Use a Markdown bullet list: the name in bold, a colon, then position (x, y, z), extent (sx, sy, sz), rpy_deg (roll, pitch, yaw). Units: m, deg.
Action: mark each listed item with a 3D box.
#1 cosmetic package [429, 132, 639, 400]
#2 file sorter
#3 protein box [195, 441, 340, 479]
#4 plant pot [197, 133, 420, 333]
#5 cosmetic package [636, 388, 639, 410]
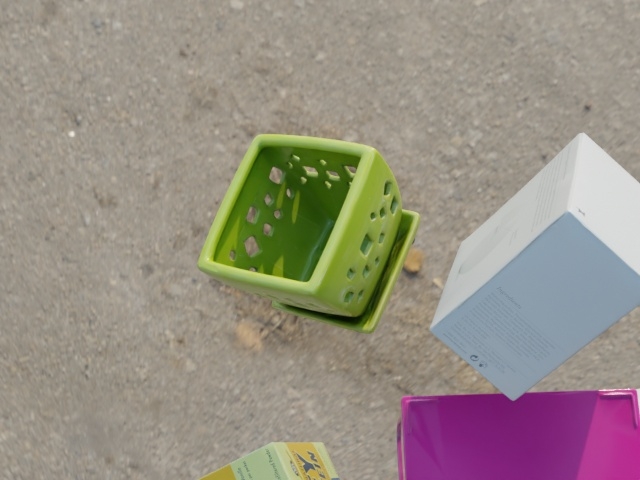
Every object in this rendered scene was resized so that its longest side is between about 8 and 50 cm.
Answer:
- **cosmetic package**: position (0.269, 0.027, 1.178), extent (0.138, 0.225, 0.224), rpy_deg (39, 33, -5)
- **file sorter**: position (0.245, 0.308, 1.284), extent (0.290, 0.182, 0.202), rpy_deg (-2, 73, -2)
- **protein box**: position (-0.079, 0.309, 1.028), extent (0.199, 0.201, 0.136), rpy_deg (-28, 74, 7)
- **plant pot**: position (0.000, 0.000, 1.438), extent (0.228, 0.207, 0.227), rpy_deg (11, 70, 40)
- **cosmetic package**: position (0.621, 0.461, 1.842), extent (0.196, 0.155, 0.366), rpy_deg (-3, 44, -30)
